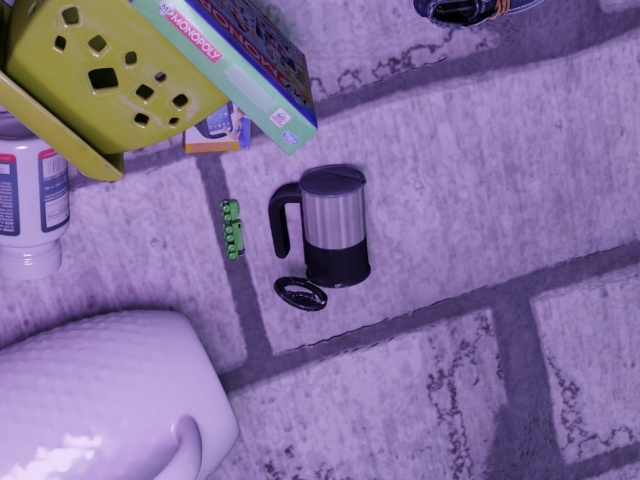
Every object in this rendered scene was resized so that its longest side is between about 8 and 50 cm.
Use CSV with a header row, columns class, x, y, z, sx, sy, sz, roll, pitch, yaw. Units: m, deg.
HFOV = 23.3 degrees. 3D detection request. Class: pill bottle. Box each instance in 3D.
class,x,y,z,sx,sy,sz,roll,pitch,yaw
pill bottle,-0.349,-0.051,1.822,0.108,0.108,0.180,-4,116,-13

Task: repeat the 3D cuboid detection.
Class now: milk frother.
class,x,y,z,sx,sy,sz,roll,pitch,yaw
milk frother,0.000,0.000,1.915,0.129,0.143,0.135,-7,119,-3

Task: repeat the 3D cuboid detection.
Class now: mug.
class,x,y,z,sx,sy,sz,roll,pitch,yaw
mug,-0.263,0.247,1.838,0.328,0.374,0.276,-26,114,-8

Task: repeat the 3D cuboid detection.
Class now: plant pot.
class,x,y,z,sx,sy,sz,roll,pitch,yaw
plant pot,-0.243,-0.215,1.712,0.207,0.227,0.228,-41,118,15

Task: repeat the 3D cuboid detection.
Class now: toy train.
class,x,y,z,sx,sy,sz,roll,pitch,yaw
toy train,-0.110,-0.014,1.952,0.023,0.017,0.083,-16,118,-19

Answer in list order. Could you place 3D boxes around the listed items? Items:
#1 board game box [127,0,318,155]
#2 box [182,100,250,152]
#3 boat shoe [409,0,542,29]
class,x,y,z,sx,sy,sz,roll,pitch,yaw
board game box,-0.130,-0.248,1.627,0.046,0.213,0.317,-40,115,15
box,-0.125,-0.174,1.866,0.081,0.028,0.136,-4,118,-12
boat shoe,0.204,-0.289,1.863,0.183,0.083,0.065,-10,117,-10
